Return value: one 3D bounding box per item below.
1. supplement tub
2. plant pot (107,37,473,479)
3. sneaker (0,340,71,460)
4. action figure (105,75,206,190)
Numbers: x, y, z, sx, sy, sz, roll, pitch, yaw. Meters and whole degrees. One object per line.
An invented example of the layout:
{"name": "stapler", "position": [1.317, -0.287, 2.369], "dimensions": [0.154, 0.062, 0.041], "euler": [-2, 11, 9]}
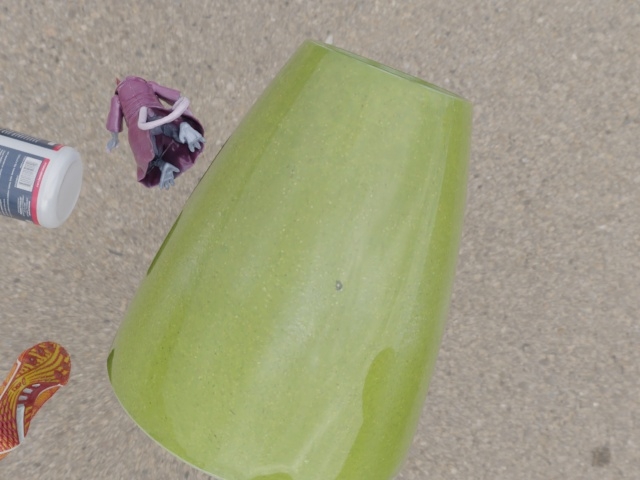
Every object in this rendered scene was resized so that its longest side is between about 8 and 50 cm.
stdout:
{"name": "supplement tub", "position": [-0.691, -0.149, 1.452], "dimensions": [0.273, 0.191, 0.191], "euler": [16, 78, -4]}
{"name": "plant pot", "position": [0.000, 0.000, 0.534], "dimensions": [0.275, 0.274, 0.293], "euler": [18, 108, -8]}
{"name": "sneaker", "position": [-0.339, 0.175, 0.728], "dimensions": [0.067, 0.175, 0.064], "euler": [-34, 106, 23]}
{"name": "action figure", "position": [-0.451, -0.309, 1.633], "dimensions": [0.248, 0.275, 0.370], "euler": [-32, 62, -8]}
